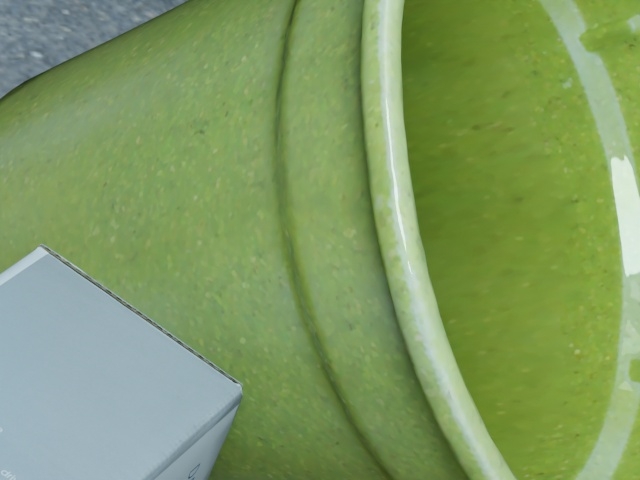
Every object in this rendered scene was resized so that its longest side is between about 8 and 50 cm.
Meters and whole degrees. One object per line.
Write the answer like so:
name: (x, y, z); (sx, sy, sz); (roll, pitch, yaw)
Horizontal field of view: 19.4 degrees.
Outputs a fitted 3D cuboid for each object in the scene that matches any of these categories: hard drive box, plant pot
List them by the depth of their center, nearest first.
hard drive box: (-0.141, 0.136, 0.572); (0.089, 0.181, 0.232); (34, 37, 13)
plant pot: (0.000, 0.000, 0.717); (0.276, 0.254, 0.276); (19, 66, -51)
